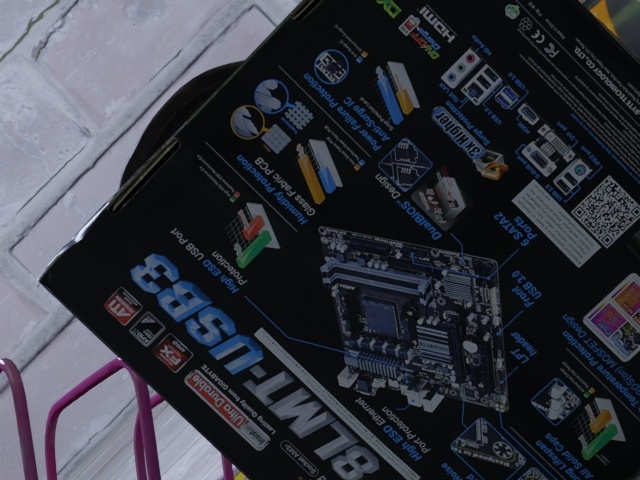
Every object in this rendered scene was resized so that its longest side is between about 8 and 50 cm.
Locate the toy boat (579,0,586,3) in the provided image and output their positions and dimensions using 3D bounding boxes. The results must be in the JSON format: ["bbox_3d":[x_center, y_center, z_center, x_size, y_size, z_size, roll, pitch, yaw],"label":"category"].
[{"bbox_3d":[0.255,-0.182,1.128,0.267,0.148,0.318,-32,-20,-20],"label":"toy boat"}]

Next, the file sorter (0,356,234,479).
[{"bbox_3d":[-0.134,0.174,0.810,0.290,0.182,0.202,0,-21,-30],"label":"file sorter"}]

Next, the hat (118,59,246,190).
[{"bbox_3d":[0.004,-0.024,1.110,0.331,0.331,0.134,-43,16,25],"label":"hat"}]

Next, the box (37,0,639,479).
[{"bbox_3d":[0.060,0.014,0.691,0.293,0.295,0.073,-45,5,11],"label":"box"}]

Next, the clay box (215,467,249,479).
[{"bbox_3d":[-0.107,0.281,1.254,0.222,0.053,0.127,-37,10,49],"label":"clay box"}]

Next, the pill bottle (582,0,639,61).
[{"bbox_3d":[0.267,-0.132,0.914,0.278,0.162,0.162,-41,7,35],"label":"pill bottle"}]
